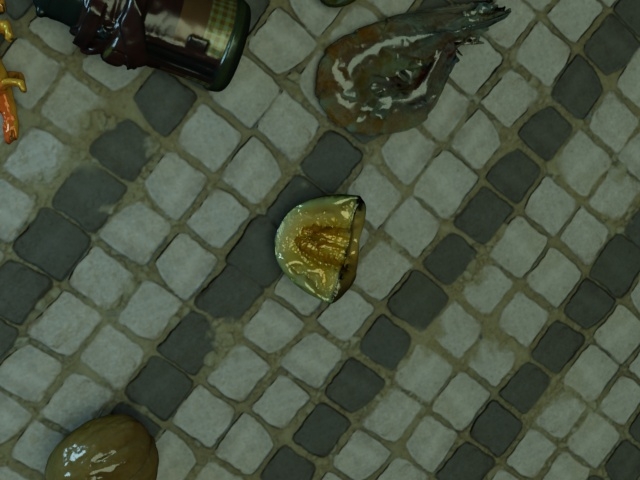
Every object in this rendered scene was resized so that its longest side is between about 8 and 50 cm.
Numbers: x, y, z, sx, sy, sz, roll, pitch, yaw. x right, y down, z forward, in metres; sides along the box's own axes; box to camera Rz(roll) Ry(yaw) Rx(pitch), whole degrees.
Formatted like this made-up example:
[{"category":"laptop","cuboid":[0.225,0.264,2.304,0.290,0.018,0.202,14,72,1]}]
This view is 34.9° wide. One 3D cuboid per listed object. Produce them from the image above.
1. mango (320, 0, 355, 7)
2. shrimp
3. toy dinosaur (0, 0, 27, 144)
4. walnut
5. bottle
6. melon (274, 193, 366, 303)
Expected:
[{"category":"mango","cuboid":[0.009,-0.460,1.346,0.192,0.146,0.316,-18,123,1]},{"category":"shrimp","cuboid":[0.144,-0.254,1.481,0.316,0.062,0.164,-23,110,-7]},{"category":"toy dinosaur","cuboid":[-0.452,-0.260,1.300,0.117,0.070,0.288,-17,100,-13]},{"category":"walnut","cuboid":[-0.304,0.318,1.418,0.166,0.149,0.167,-28,137,-30]},{"category":"bottle","cuboid":[-0.232,-0.296,1.317,0.271,0.143,0.156,17,95,-18]},{"category":"melon","cuboid":[0.000,0.000,1.483,0.128,0.079,0.160,15,97,1]}]
